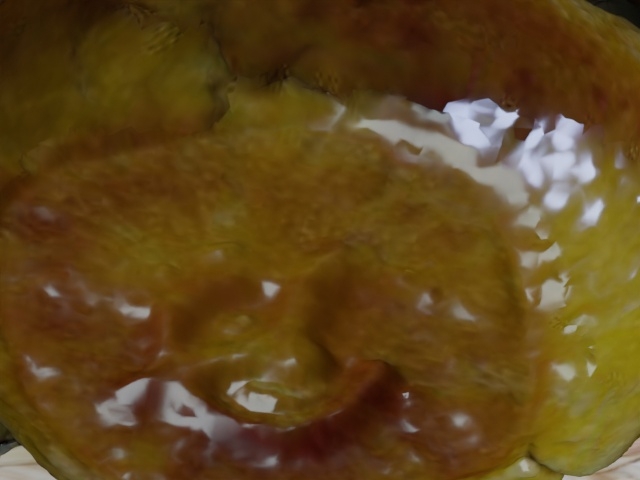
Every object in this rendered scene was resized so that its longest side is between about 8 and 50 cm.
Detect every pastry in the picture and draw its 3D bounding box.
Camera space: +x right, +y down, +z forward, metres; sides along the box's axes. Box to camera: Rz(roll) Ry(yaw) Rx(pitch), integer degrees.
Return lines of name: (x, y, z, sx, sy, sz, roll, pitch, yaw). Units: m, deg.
pastry: (0.000, 0.000, 0.750, 0.356, 0.164, 0.356, 2, 133, 2)

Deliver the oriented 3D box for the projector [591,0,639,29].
projector: (0.134, -0.001, 0.934, 0.257, 0.079, 0.259, -38, 141, 27)

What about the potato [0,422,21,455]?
potato: (-0.247, 0.098, 0.910, 0.200, 0.081, 0.164, -20, 174, 5)
